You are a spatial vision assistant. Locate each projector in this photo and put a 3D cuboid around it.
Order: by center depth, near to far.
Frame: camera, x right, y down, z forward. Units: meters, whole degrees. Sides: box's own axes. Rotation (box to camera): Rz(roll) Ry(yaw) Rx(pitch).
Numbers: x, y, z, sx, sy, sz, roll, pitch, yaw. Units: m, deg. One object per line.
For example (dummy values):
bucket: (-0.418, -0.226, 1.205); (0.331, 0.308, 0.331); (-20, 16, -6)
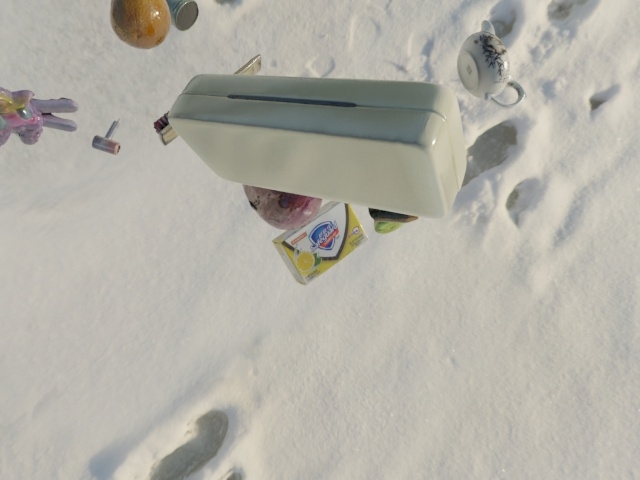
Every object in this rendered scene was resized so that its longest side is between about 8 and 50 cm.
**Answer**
projector: (-0.556, -0.821, 1.463); (0.338, 0.108, 0.108); (38, 85, 9)

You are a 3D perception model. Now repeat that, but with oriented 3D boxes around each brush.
brush: (-0.264, -0.346, 1.064); (0.050, 0.060, 0.321); (42, 71, 7)

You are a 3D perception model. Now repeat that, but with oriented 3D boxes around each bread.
bread: (0.276, -0.081, 1.807); (0.130, 0.139, 0.071); (-15, 67, 5)

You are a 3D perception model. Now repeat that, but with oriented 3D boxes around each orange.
orange: (-0.233, -0.290, 0.576); (0.085, 0.085, 0.084); (0, 87, -4)

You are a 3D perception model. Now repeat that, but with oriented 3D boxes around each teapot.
teapot: (0.546, -0.552, 1.450); (0.166, 0.208, 0.299); (-31, 87, -15)

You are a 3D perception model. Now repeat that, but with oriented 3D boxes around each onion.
onion: (-0.085, -0.149, 0.979); (0.120, 0.283, 0.227); (-26, 76, -43)

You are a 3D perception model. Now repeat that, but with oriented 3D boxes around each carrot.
carrot: (0.251, -0.098, 1.541); (0.173, 0.082, 0.082); (-3, 87, 16)

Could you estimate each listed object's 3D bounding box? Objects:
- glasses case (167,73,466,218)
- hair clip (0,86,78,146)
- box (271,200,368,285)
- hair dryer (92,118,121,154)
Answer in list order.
glasses case: (-0.011, -0.106, 0.484); (0.313, 0.131, 0.070); (13, 69, 29)
hair clip: (-0.540, -0.206, 0.698); (0.279, 0.137, 0.090); (12, 51, -23)
box: (0.000, 0.000, 1.415); (0.265, 0.097, 0.168); (-34, 108, -19)
hair dryer: (-0.562, -0.286, 1.209); (0.063, 0.037, 0.114); (17, 61, -9)
